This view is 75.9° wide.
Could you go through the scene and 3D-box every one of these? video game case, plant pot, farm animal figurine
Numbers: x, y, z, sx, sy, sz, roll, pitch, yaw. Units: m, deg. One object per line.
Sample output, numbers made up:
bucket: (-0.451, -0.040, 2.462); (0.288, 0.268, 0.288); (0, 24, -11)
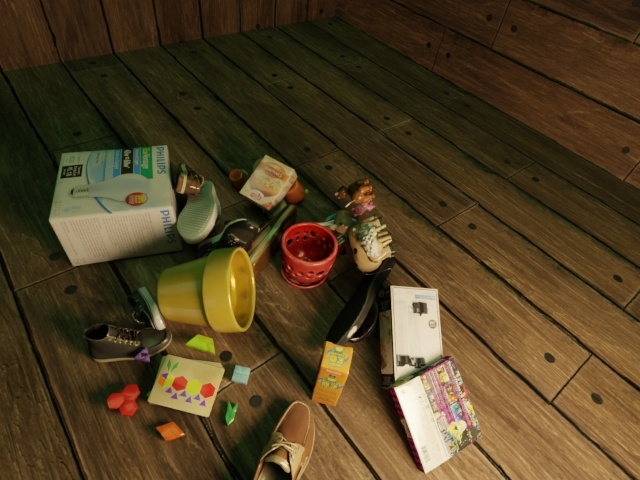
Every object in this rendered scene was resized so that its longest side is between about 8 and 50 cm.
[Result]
video game case: (0.314, 0.464, 1.113); (0.210, 0.042, 0.232); (-19, 85, -23)
plant pot: (-0.347, 0.154, 1.246); (0.239, 0.254, 0.254); (-5, 47, 6)
plant pot: (-0.045, 0.061, 1.413); (0.191, 0.174, 0.191); (4, 47, -4)
farm animal figurine: (0.129, -0.028, 1.385); (0.172, 0.330, 0.327); (-21, 60, 5)

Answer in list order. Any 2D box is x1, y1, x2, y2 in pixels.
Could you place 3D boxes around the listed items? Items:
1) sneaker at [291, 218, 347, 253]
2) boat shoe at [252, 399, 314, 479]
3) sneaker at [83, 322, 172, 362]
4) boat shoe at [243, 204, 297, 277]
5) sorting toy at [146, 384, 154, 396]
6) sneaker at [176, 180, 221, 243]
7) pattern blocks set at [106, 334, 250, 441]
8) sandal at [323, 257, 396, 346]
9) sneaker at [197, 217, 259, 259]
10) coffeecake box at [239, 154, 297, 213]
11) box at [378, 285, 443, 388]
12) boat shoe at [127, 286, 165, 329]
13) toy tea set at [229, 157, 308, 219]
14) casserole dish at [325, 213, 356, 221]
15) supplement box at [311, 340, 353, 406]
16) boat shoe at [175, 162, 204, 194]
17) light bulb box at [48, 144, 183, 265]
sneaker: (0.000, 0.000, 1.539); (0.221, 0.087, 0.128); (-15, 70, 6)
boat shoe: (-0.091, 0.540, 1.001); (0.123, 0.116, 0.324); (17, 47, 7)
sneaker: (-0.544, 0.281, 1.168); (0.222, 0.118, 0.083); (-10, 50, -18)
boat shoe: (-0.205, -0.020, 1.502); (0.123, 0.123, 0.342); (22, 57, 17)
sorting toy: (-0.434, 0.414, 1.135); (0.083, 0.012, 0.062); (-31, 59, -32)
sneaker: (-0.411, -0.076, 1.477); (0.135, 0.150, 0.366); (-13, 36, 4)
pattern blocks set: (-0.372, 0.398, 1.134); (0.324, 0.026, 0.285); (21, 52, 3)
sandal: (0.158, 0.212, 1.328); (0.107, 0.167, 0.446); (42, 50, -3)
sneaker: (-0.309, 0.034, 1.370); (0.107, 0.283, 0.124); (34, 42, -34)
coffeecake box: (-0.202, -0.219, 1.606); (0.142, 0.068, 0.185); (30, 80, 17)
box: (0.267, 0.288, 1.217); (0.169, 0.087, 0.290); (8, 72, -18)
boat shoe: (-0.530, 0.211, 1.230); (0.076, 0.080, 0.228); (-28, 37, -25)
toy tea set: (-0.219, -0.218, 1.713); (0.336, 0.124, 0.200); (37, 82, 19)
casserole dish: (0.106, -0.041, 1.626); (0.188, 0.037, 0.114); (24, 49, 14)
supplement box: (0.027, 0.363, 1.104); (0.078, 0.233, 0.080); (14, 47, 4)
boat shoe: (-0.479, -0.217, 1.508); (0.095, 0.095, 0.257); (10, 20, -22)
light bulb box: (-0.700, -0.135, 1.455); (0.361, 0.225, 0.358); (-9, 49, -16)
